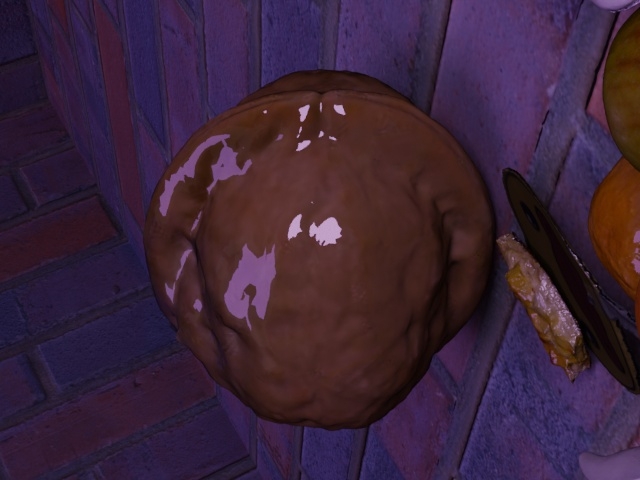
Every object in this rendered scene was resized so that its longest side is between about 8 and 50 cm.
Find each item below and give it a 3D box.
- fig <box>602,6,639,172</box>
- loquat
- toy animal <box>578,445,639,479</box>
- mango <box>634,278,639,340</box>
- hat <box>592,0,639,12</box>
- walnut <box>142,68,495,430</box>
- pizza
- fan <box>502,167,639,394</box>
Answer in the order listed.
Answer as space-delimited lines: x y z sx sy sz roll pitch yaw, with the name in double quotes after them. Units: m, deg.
0.262 -0.099 0.678 0.186 0.148 0.142 -22 92 37 "fig"
0.258 -0.013 0.818 0.137 0.113 0.137 179 90 -80 "loquat"
0.309 0.192 0.915 0.130 0.104 0.221 60 161 16 "toy animal"
0.262 0.052 0.638 0.187 0.138 0.257 50 -173 33 "mango"
0.183 -0.220 0.698 0.126 0.203 0.203 47 162 -6 "hat"
-0.001 0.005 1.210 0.383 0.384 0.383 53 157 35 "walnut"
0.213 0.066 1.096 0.160 0.036 0.099 61 -178 5 "pizza"
0.224 0.043 0.964 0.229 0.011 0.335 60 -178 -10 "fan"
